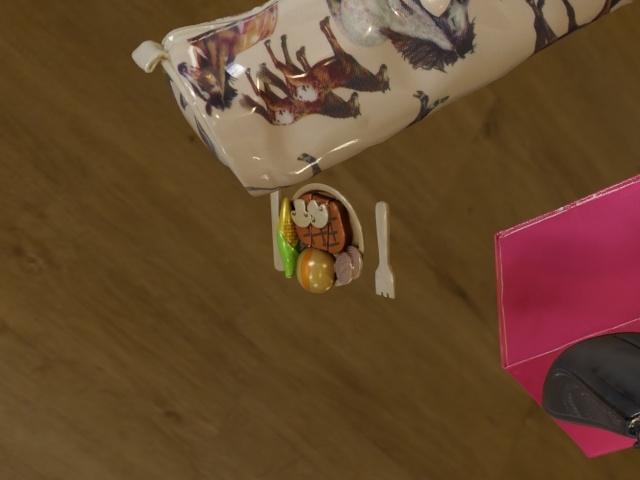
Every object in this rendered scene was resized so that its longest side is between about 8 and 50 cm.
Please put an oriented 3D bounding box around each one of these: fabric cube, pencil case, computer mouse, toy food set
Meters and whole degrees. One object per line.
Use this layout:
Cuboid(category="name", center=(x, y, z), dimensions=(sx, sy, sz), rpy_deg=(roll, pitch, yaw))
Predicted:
Cuboid(category="fabric cube", center=(0.420, 0.108, 1.741), dimensions=(0.258, 0.259, 0.254), rpy_deg=(46, 35, -35))
Cuboid(category="pencil case", center=(0.056, -0.190, 1.054), dimensions=(0.410, 0.160, 0.183), rpy_deg=(-29, 111, 3))
Cuboid(category="computer mouse", center=(0.286, 0.117, 1.063), dimensions=(0.188, 0.272, 0.072), rpy_deg=(-12, 93, -21))
Cuboid(category="toy food set", center=(0.000, 0.000, 1.438), dimensions=(0.038, 0.192, 0.132), rpy_deg=(-20, 113, -43))
